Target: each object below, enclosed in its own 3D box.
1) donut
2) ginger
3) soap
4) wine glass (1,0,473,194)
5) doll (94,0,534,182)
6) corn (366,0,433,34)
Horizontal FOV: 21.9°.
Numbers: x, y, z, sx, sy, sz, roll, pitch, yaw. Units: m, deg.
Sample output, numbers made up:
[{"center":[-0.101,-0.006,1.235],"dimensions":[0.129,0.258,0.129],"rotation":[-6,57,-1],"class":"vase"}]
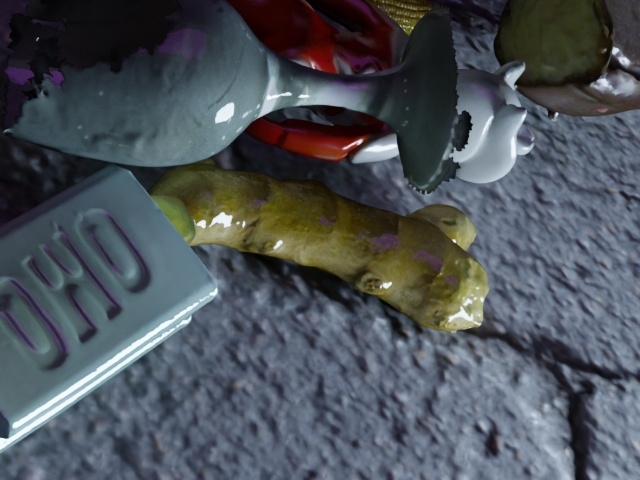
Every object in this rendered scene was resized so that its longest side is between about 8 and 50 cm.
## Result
[{"center":[0.232,-0.272,1.488],"dimensions":[0.259,0.136,0.345],"rotation":[-4,77,-54],"class":"donut"},{"center":[0.002,-0.002,1.232],"dimensions":[0.299,0.065,0.118],"rotation":[14,42,-29],"class":"ginger"},{"center":[-0.175,0.043,1.081],"dimensions":[0.119,0.066,0.198],"rotation":[53,47,2],"class":"soap"},{"center":[-0.060,-0.110,1.152],"dimensions":[0.321,0.143,0.143],"rotation":[3,60,-18],"class":"wine glass"},{"center":[0.005,-0.138,1.309],"dimensions":[0.384,0.099,0.188],"rotation":[17,54,-17],"class":"doll"},{"center":[0.064,-0.198,1.420],"dimensions":[0.092,0.037,0.037],"rotation":[12,56,-26],"class":"corn"}]
